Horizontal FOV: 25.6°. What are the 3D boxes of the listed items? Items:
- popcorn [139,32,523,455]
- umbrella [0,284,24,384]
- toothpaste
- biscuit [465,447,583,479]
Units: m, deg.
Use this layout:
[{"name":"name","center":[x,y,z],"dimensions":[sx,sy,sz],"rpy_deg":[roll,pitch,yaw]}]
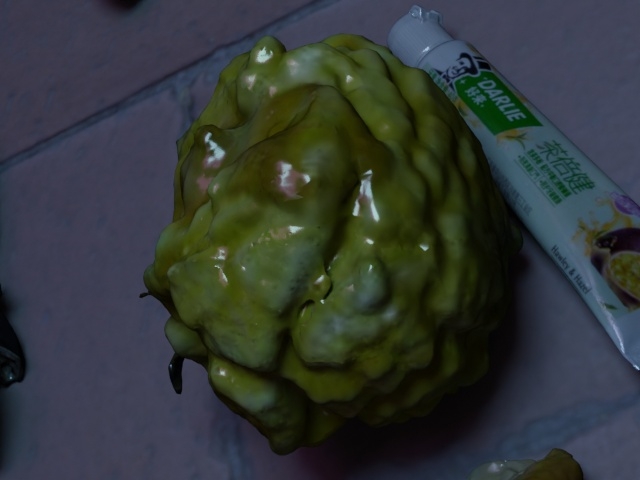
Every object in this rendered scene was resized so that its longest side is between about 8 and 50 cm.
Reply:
[{"name":"popcorn","center":[-0.003,0.004,0.843],"dimensions":[0.225,0.249,0.249],"rpy_deg":[-23,53,34]},{"name":"umbrella","center":[-0.290,0.025,1.090],"dimensions":[0.113,0.106,0.358],"rpy_deg":[-17,48,10]},{"name":"toothpaste","center":[0.136,-0.044,0.897],"dimensions":[0.058,0.056,0.314],"rpy_deg":[-55,50,22]},{"name":"biscuit","center":[0.076,0.190,0.789],"dimensions":[0.183,0.061,0.118],"rpy_deg":[-32,53,10]}]
